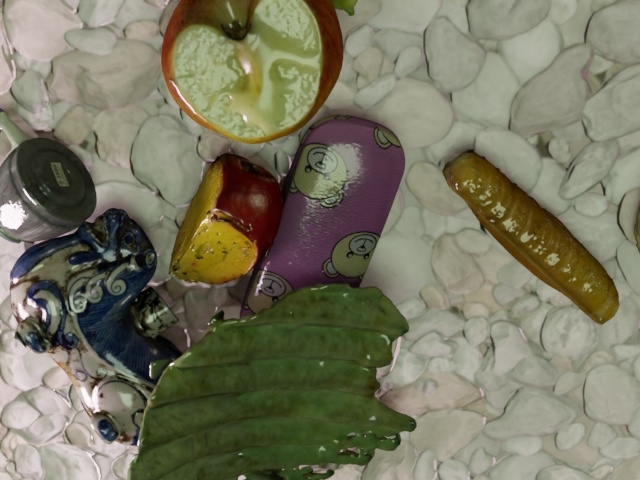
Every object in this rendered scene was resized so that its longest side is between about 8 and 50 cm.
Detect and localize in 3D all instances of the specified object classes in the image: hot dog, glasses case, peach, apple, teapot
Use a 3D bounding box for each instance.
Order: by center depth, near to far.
[{"bbox_3d":[-0.072,-0.202,1.579,0.195,0.160,0.173,-27,122,9],"label":"apple"},{"bbox_3d":[-0.335,-0.056,1.677,0.149,0.111,0.108,37,125,-28],"label":"teapot"},{"bbox_3d":[-0.101,-0.015,1.704,0.092,0.127,0.172,17,121,-17],"label":"peach"},{"bbox_3d":[0.000,0.000,1.748,0.123,0.076,0.316,14,118,-14],"label":"glasses case"},{"bbox_3d":[0.252,-0.005,1.767,0.068,0.083,0.289,-47,114,0],"label":"hot dog"}]

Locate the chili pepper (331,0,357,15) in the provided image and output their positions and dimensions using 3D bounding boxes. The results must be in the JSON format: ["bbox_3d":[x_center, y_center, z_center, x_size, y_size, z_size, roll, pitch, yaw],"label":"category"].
[{"bbox_3d":[0.028,-0.331,1.582,0.049,0.043,0.208,11,119,4],"label":"chili pepper"}]

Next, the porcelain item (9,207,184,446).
[{"bbox_3d":[-0.239,0.106,1.774,0.186,0.138,0.288,-35,113,-4],"label":"porcelain item"}]

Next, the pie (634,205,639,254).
[{"bbox_3d":[0.467,-0.032,1.759,0.179,0.084,0.205,10,122,-9],"label":"pie"}]

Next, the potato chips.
[{"bbox_3d":[-0.072,0.228,1.778,0.389,0.097,0.373,-23,138,-20],"label":"potato chips"}]
